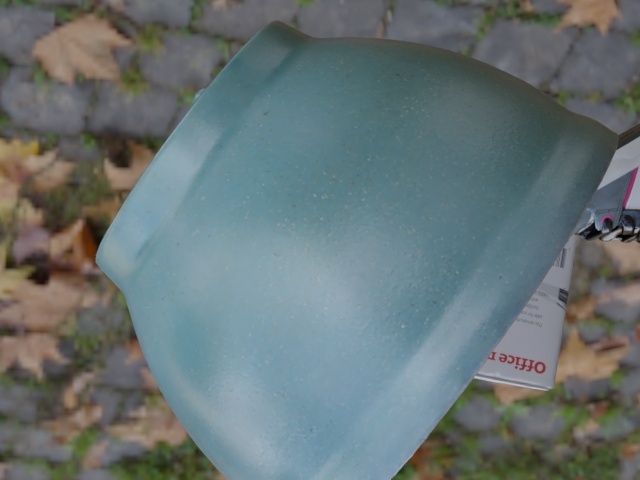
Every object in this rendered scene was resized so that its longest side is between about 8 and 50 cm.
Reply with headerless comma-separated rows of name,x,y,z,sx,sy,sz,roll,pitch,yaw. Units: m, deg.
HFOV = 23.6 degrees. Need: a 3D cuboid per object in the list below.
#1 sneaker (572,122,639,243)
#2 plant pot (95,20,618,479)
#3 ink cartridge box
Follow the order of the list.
sneaker,0.294,-0.010,1.292,0.295,0.178,0.124,-28,-179,-1
plant pot,0.000,0.000,0.865,0.196,0.293,0.293,36,132,-1
ink cartridge box,0.165,0.040,1.494,0.139,0.191,0.082,13,174,-21
